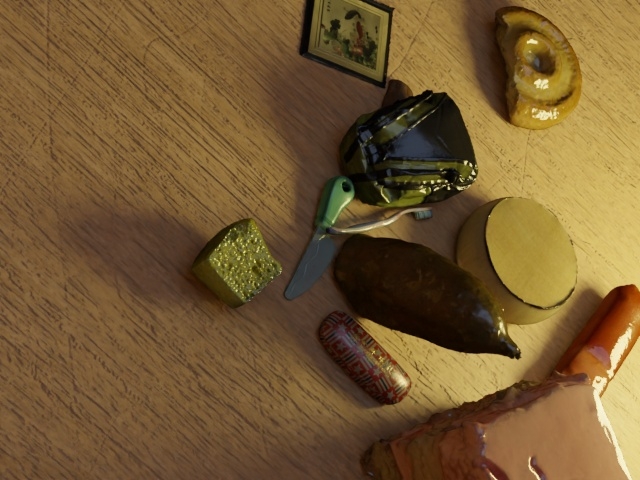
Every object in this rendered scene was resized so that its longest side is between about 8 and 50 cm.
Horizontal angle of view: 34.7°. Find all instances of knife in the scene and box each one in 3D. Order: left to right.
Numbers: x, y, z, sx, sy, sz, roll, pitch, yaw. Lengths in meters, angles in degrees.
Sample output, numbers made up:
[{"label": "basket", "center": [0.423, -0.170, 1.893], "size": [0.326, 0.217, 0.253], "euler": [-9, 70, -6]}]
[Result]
[{"label": "knife", "center": [0.001, 0.000, 1.801], "size": [0.063, 0.035, 0.260], "euler": [36, 63, -28]}]

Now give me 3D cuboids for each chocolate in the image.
[{"label": "chocolate", "center": [0.157, -0.271, 1.995], "size": [0.064, 0.031, 0.100], "euler": [32, 57, -22]}]

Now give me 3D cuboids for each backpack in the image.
[{"label": "backpack", "center": [0.164, -0.163, 1.889], "size": [0.253, 0.140, 0.207], "euler": [-17, 82, -24]}]

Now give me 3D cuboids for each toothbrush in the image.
[{"label": "toothbrush", "center": [0.112, -0.035, 1.866], "size": [0.269, 0.021, 0.027], "euler": [-12, 79, -40]}]

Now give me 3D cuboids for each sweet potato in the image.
[{"label": "sweet potato", "center": [0.185, 0.094, 1.736], "size": [0.158, 0.370, 0.157], "euler": [-25, 125, -42]}]

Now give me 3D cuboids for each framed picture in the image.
[{"label": "framed picture", "center": [0.054, -0.410, 2.000], "size": [0.199, 0.010, 0.195], "euler": [18, 63, -24]}]

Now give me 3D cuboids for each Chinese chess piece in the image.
[{"label": "Chinese chess piece", "center": [0.379, 0.037, 1.962], "size": [0.250, 0.103, 0.249], "euler": [12, 65, -27]}]

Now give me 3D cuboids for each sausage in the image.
[{"label": "sausage", "center": [0.543, 0.214, 1.998], "size": [0.097, 0.094, 0.348], "euler": [42, 56, 6]}]

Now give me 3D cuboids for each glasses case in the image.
[{"label": "glasses case", "center": [0.077, 0.203, 1.748], "size": [0.194, 0.049, 0.073], "euler": [45, 56, -8]}]

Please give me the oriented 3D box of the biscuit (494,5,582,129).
[{"label": "biscuit", "center": [0.466, -0.371, 2.183], "size": [0.213, 0.091, 0.274], "euler": [-3, 70, -30]}]

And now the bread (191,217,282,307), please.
[{"label": "bread", "center": [-0.138, 0.035, 1.650], "size": [0.129, 0.111, 0.114], "euler": [-41, 99, -17]}]

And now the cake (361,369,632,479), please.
[{"label": "cake", "center": [0.300, 0.388, 1.652], "size": [0.314, 0.307, 0.293], "euler": [-22, 85, -35]}]
